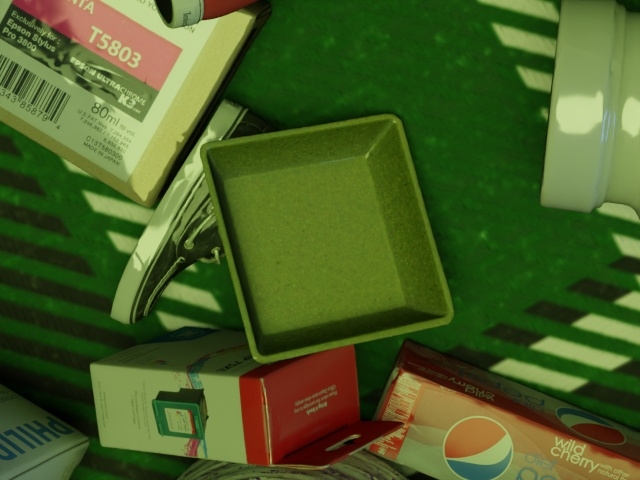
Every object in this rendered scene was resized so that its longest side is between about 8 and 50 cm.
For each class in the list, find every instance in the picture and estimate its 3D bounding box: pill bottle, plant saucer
[{"bbox_3d":[0.361,-0.091,1.475,0.362,0.210,0.210,6,103,6],"label":"pill bottle"},{"bbox_3d":[0.000,0.000,1.571,0.188,0.045,0.188,-11,80,-24],"label":"plant saucer"}]

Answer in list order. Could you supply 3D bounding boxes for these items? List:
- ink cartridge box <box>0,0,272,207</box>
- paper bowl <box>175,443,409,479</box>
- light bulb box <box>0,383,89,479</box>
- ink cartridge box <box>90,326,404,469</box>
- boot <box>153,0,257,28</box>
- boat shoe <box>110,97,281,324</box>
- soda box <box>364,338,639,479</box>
[{"bbox_3d":[-0.191,-0.170,1.586,0.234,0.088,0.193,30,105,0],"label":"ink cartridge box"},{"bbox_3d":[-0.018,0.299,1.625,0.284,0.148,0.284,4,112,9],"label":"paper bowl"},{"bbox_3d":[-0.450,0.247,1.602,0.361,0.225,0.358,30,105,13],"label":"light bulb box"},{"bbox_3d":[-0.061,0.129,1.568,0.231,0.134,0.078,2,103,34],"label":"ink cartridge box"},{"bbox_3d":[-0.078,-0.303,1.519,0.176,0.088,0.244,-18,81,-16],"label":"boot"},{"bbox_3d":[-0.107,-0.013,1.616,0.070,0.078,0.219,31,102,1],"label":"boat shoe"},{"bbox_3d":[0.175,0.179,1.616,0.263,0.092,0.083,22,106,2],"label":"soda box"}]
